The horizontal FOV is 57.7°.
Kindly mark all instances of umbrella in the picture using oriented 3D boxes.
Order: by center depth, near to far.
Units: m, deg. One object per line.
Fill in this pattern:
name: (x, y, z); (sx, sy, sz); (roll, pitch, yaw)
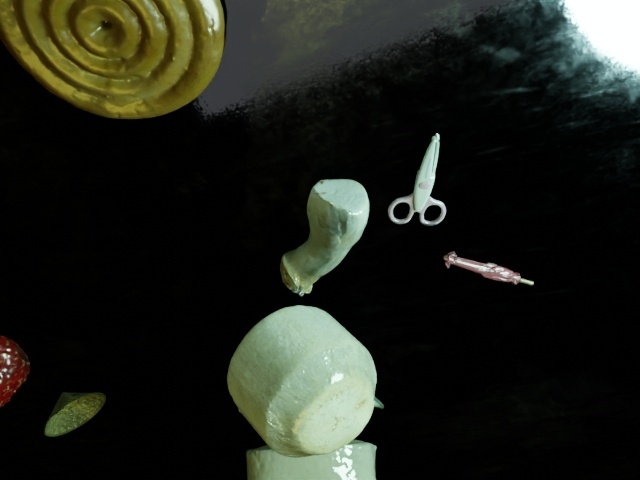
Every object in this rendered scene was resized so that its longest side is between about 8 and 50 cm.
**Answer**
umbrella: (0.277, 0.048, 0.957); (0.165, 0.025, 0.027); (16, 156, -12)

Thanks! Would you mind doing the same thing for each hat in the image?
hat: (-0.577, 0.376, 1.334); (0.146, 0.067, 0.146); (-36, 156, -19)

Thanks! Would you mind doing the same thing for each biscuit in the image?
biscuit: (-0.236, -0.238, 0.639); (0.261, 0.037, 0.262); (0, 139, 0)

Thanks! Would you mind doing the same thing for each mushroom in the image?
mushroom: (0.004, 0.001, 0.872); (0.091, 0.081, 0.223); (-1, 144, -25)

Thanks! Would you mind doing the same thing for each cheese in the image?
cheese: (-0.013, 0.569, 1.408); (0.331, 0.153, 0.292); (-8, 159, 15)

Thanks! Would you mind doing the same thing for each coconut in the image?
coconut: (-0.038, 0.243, 1.038); (0.237, 0.265, 0.238); (-20, 124, -31)

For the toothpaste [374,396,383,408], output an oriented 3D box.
toothpaste: (0.048, 0.309, 1.244); (0.069, 0.047, 0.268); (-31, 133, 11)

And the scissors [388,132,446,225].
scissors: (0.146, -0.080, 0.817); (0.085, 0.022, 0.176); (5, 142, 1)

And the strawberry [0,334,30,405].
strawberry: (-0.712, 0.265, 1.100); (0.288, 0.250, 0.239); (-18, 104, -10)
